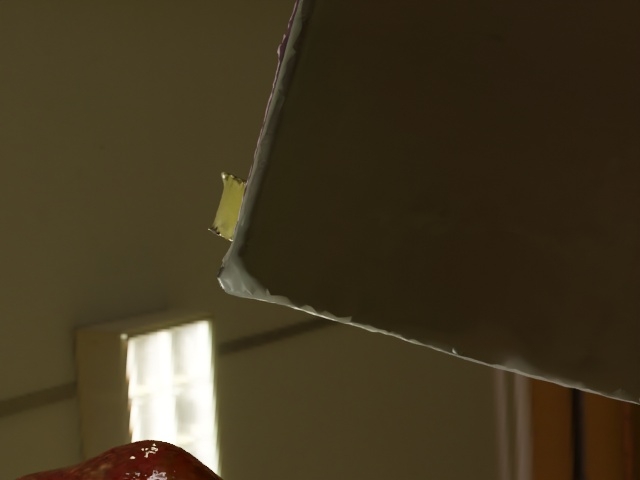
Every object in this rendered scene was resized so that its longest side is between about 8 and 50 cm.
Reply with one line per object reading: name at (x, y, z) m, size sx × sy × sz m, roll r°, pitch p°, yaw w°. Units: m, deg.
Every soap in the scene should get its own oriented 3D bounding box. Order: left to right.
soap at (0.000, -0.002, 1.418) m, size 0.233 × 0.135 × 0.076 m, roll 20°, pitch -88°, yaw -22°
soap at (0.114, -0.080, 0.702) m, size 0.107 × 0.285 × 0.296 m, roll -107°, pitch 35°, yaw -79°

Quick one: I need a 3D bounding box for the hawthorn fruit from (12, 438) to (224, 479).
hawthorn fruit at (-0.175, 0.310, 1.067) m, size 0.284 × 0.284 × 0.284 m, roll 2°, pitch -92°, yaw -59°
